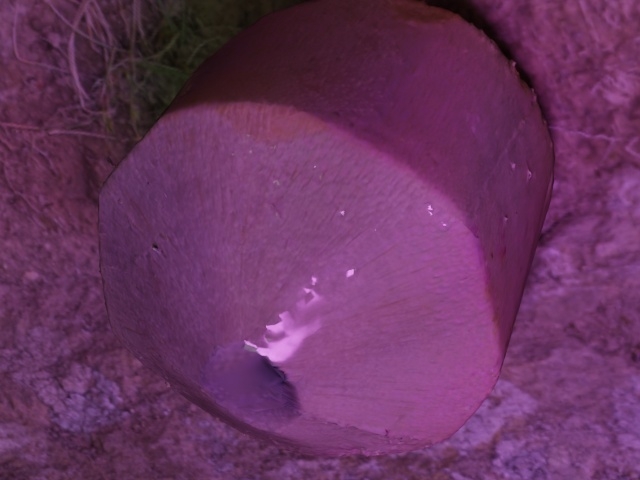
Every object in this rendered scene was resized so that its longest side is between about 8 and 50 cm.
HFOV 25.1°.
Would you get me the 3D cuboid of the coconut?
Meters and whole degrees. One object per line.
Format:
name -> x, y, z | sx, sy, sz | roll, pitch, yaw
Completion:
coconut -> 0.000, 0.000, 0.989 | 0.297, 0.309, 0.297 | 13, 127, 17
